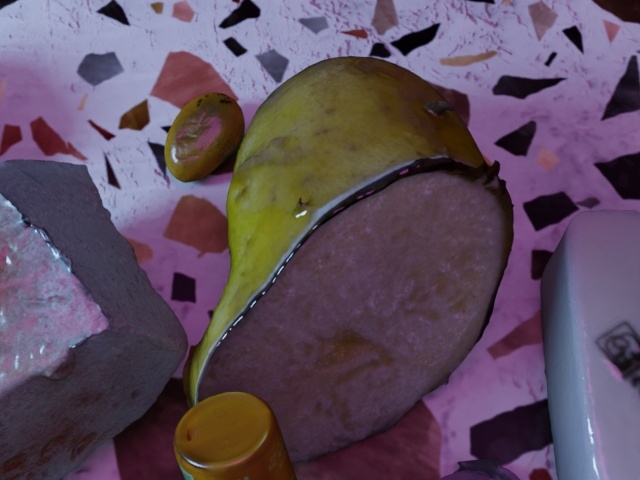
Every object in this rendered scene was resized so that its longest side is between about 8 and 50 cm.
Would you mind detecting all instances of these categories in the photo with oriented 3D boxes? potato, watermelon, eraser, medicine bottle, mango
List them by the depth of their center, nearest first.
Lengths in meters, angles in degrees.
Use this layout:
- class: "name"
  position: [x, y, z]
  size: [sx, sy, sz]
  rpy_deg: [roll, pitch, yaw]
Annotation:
- class: "medicine bottle"
  position: [-0.066, 0.238, 1.074]
  size: [0.096, 0.191, 0.096]
  rpy_deg: [-9, 36, 7]
- class: "watermelon"
  position: [-0.257, 0.092, 1.114]
  size: [0.258, 0.228, 0.387]
  rpy_deg: [10, 71, 11]
- class: "eraser"
  position: [0.346, 0.160, 1.161]
  size: [0.332, 0.150, 0.331]
  rpy_deg: [0, 68, -1]
- class: "potato"
  position: [0.000, 0.000, 1.207]
  size: [0.397, 0.290, 0.296]
  rpy_deg: [-55, 40, 16]
- class: "mango"
  position: [-0.132, -0.116, 1.312]
  size: [0.079, 0.057, 0.114]
  rpy_deg: [29, 76, 5]

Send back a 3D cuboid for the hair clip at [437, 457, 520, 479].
- class: "hair clip"
  position: [0.115, 0.371, 1.104]
  size: [0.096, 0.110, 0.358]
  rpy_deg: [32, 57, -33]
